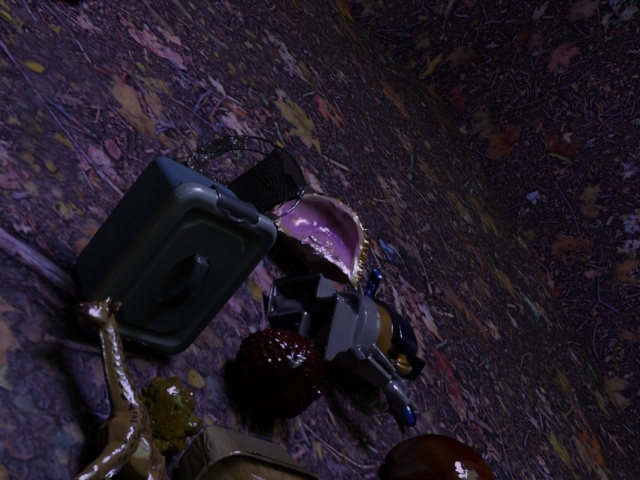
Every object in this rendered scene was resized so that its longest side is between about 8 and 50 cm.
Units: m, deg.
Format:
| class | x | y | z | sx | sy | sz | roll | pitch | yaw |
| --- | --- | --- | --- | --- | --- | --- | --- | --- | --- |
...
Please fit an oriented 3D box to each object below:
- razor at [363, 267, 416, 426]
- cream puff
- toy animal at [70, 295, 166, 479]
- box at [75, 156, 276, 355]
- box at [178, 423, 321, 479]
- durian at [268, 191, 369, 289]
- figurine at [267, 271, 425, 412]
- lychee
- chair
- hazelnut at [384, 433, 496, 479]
| class | x | y | z | sx | sy | sz | roll | pitch | yaw |
| --- | --- | --- | --- | --- | --- | --- | --- | --- | --- |
| razor | 0.117 | 0.206 | 1.390 | 0.056 | 0.093 | 0.324 | -2 | 51 | -14 |
| cream puff | -0.174 | 0.198 | 0.828 | 0.083 | 0.083 | 0.058 | 37 | -16 | -8 |
| toy animal | -0.208 | 0.189 | 0.736 | 0.149 | 0.054 | 0.275 | 38 | 38 | -40 |
| box | -0.179 | 0.021 | 0.874 | 0.162 | 0.227 | 0.130 | 27 | 17 | -46 |
| box | -0.082 | 0.277 | 0.825 | 0.177 | 0.111 | 0.111 | 31 | 31 | -42 |
| durian | 0.002 | 0.000 | 1.325 | 0.132 | 0.182 | 0.165 | -30 | 125 | -67 |
| figurine | 0.060 | 0.160 | 1.219 | 0.308 | 0.143 | 0.308 | 38 | 28 | -25 |
| lychee | -0.056 | 0.177 | 1.004 | 0.129 | 0.123 | 0.123 | 50 | 21 | 18 |
| chair | -0.141 | -0.066 | 1.083 | 0.149 | 0.213 | 0.174 | 32 | 28 | -52 |
| hazelnut | 0.189 | 0.392 | 1.139 | 0.170 | 0.160 | 0.201 | 58 | -18 | -18 |
